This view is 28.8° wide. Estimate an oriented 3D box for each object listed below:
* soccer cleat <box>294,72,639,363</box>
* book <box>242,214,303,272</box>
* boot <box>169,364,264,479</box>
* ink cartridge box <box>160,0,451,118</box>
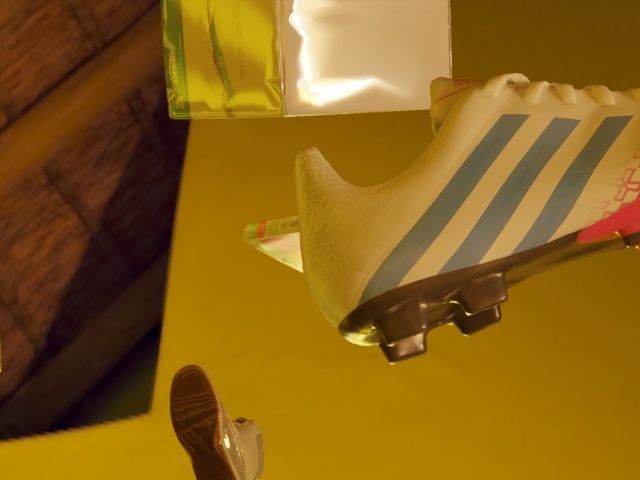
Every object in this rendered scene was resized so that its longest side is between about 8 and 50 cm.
[{"bbox_3d":[0.142,-0.049,0.701,0.331,0.143,0.116,-20,-15,-6],"label":"soccer cleat"},{"bbox_3d":[0.000,0.000,1.275,0.096,0.035,0.144,22,-19,-36],"label":"book"},{"bbox_3d":[-0.150,0.279,1.864,0.077,0.165,0.213,-19,-90,15],"label":"boot"},{"bbox_3d":[-0.021,-0.227,1.287,0.198,0.197,0.270,-6,7,-29],"label":"ink cartridge box"}]
